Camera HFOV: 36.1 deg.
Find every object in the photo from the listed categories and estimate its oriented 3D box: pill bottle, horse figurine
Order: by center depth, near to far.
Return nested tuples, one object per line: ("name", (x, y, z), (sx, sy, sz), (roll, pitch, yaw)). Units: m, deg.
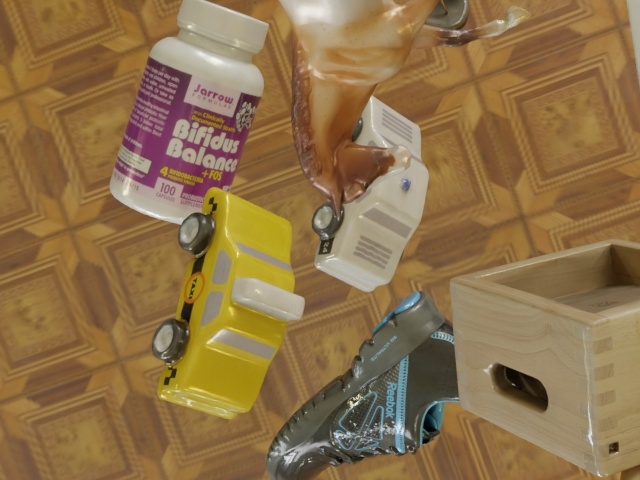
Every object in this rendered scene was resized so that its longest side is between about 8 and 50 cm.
("horse figurine", (0.022, -0.161, 0.536), (0.174, 0.066, 0.263), (-31, 125, -4))
("pill bottle", (-0.179, -0.184, 1.396), (0.169, 0.169, 0.301), (20, 101, 3))

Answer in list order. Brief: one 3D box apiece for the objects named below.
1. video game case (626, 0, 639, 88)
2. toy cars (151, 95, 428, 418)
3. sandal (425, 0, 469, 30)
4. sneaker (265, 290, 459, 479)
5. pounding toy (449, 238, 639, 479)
("video game case", (0.533, -0.246, 1.225), (0.270, 0.061, 0.244), (-11, 60, 23))
("toy cars", (0.000, 0.000, 0.877), (0.087, 0.394, 0.176), (-6, 115, 46))
("sandal", (0.199, -0.418, 1.572), (0.090, 0.060, 0.219), (3, 58, 22))
("sneaker", (0.055, 0.212, 1.145), (0.139, 0.125, 0.341), (44, 127, 7))
("pounding toy", (0.140, 0.068, 0.465), (0.130, 0.141, 0.100), (-12, 103, -23))
